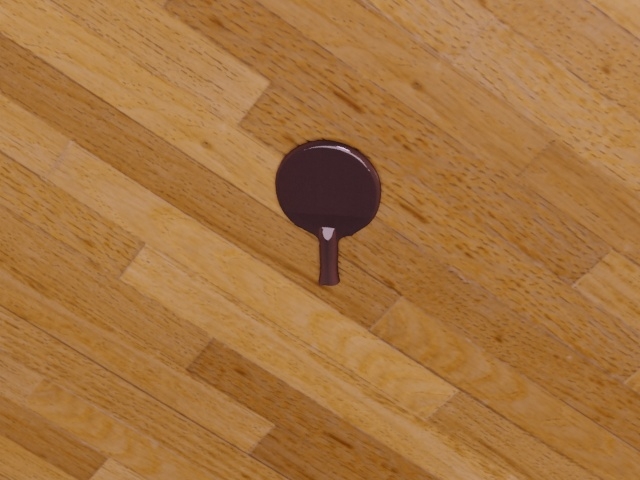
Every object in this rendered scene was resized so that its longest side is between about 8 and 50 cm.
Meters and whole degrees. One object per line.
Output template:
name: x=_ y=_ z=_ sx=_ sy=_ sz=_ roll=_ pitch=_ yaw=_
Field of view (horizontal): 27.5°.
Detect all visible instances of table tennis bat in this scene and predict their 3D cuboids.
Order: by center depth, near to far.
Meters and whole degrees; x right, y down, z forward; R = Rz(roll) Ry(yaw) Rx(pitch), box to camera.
table tennis bat: x=0.000 y=0.000 z=1.288 sx=0.108 sy=0.119 sz=0.169 roll=4 pitch=124 yaw=9
